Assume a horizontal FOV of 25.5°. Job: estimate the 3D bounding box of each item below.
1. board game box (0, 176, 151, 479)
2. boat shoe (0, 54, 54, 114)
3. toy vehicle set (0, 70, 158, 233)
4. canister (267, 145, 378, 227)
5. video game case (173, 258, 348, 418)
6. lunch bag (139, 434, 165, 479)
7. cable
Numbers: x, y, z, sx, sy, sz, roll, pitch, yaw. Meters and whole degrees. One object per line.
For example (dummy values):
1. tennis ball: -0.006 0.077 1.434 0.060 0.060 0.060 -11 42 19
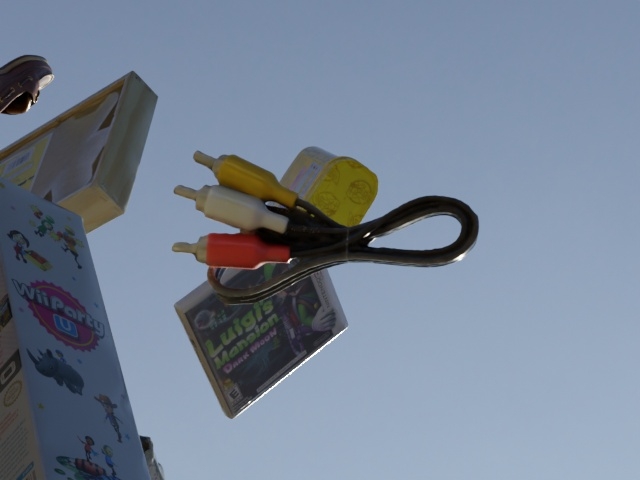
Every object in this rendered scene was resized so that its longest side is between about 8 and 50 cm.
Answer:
1. board game box: -0.232 0.135 0.938 0.097 0.303 0.224 27 -64 -40
2. boat shoe: -0.365 -0.175 1.668 0.064 0.178 0.060 -40 -90 23
3. toy vehicle set: -0.266 -0.033 1.238 0.267 0.166 0.035 -26 -57 26
4. canister: -0.002 -0.054 1.792 0.073 0.126 0.170 33 1 -18
5. video game case: -0.063 0.088 1.631 0.022 0.190 0.173 26 -35 48
6. lunch bag: -0.303 0.369 1.692 0.287 0.169 0.235 -14 -71 -6
7. cable: 0.000 0.000 1.324 0.287 0.139 0.072 8 -14 13
